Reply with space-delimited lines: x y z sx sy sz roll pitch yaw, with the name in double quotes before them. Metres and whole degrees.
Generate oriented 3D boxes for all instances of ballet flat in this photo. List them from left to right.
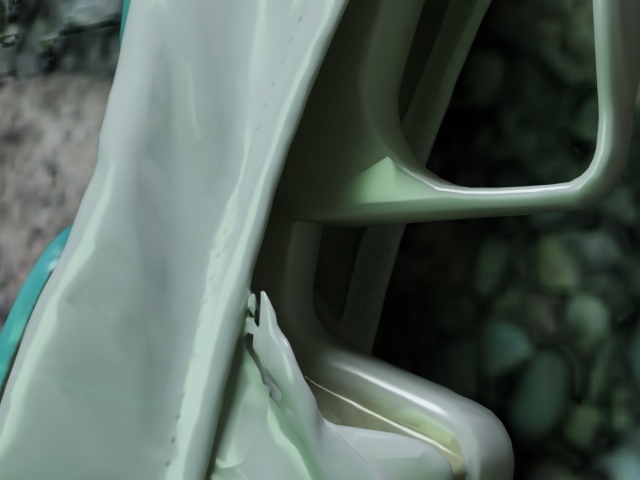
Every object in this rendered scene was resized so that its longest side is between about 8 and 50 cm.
"ballet flat" 0.000 0.000 0.481 0.139 0.139 0.400 17 92 36
